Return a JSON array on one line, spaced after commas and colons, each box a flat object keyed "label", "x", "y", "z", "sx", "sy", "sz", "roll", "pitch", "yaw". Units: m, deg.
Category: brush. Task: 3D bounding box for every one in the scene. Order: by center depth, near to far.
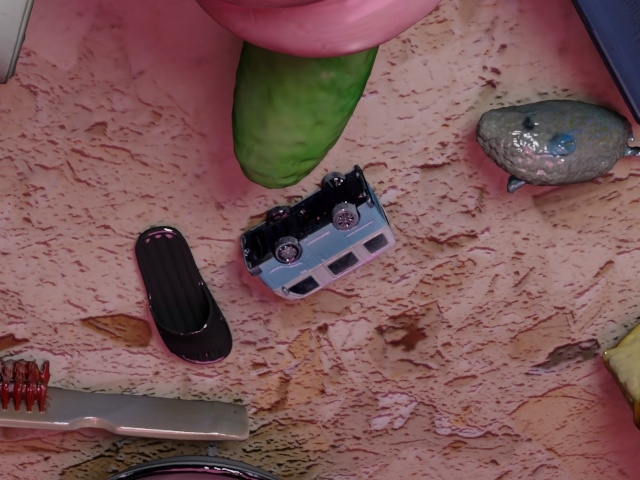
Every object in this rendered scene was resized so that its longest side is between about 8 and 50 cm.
[{"label": "brush", "x": -0.223, "y": 0.143, "z": 1.112, "sx": 0.320, "sy": 0.060, "sz": 0.050, "roll": 7, "pitch": 113, "yaw": -12}]

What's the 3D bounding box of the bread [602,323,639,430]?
[{"label": "bread", "x": 0.483, "y": 0.165, "z": 1.165, "sx": 0.323, "sy": 0.143, "sz": 0.333, "roll": -30, "pitch": 122, "yaw": 12}]

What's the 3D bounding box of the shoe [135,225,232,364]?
[{"label": "shoe", "x": -0.123, "y": 0.061, "z": 1.072, "sx": 0.062, "sy": 0.053, "sz": 0.159, "roll": -17, "pitch": 122, "yaw": 1}]

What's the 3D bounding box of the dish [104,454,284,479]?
[{"label": "dish", "x": -0.121, "y": 0.310, "z": 1.213, "sx": 0.316, "sy": 0.106, "sz": 0.317, "roll": -2, "pitch": 123, "yaw": -3}]

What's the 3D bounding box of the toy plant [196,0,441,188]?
[{"label": "toy plant", "x": -0.010, "y": -0.194, "z": 0.756, "sx": 0.210, "sy": 0.356, "sz": 0.317, "roll": 40, "pitch": 96, "yaw": 12}]

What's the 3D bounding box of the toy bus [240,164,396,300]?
[{"label": "toy bus", "x": 0.000, "y": 0.000, "z": 1.040, "sx": 0.123, "sy": 0.060, "sz": 0.075, "roll": -31, "pitch": 126, "yaw": 11}]

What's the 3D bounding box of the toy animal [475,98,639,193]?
[{"label": "toy animal", "x": 0.249, "y": -0.074, "z": 1.009, "sx": 0.252, "sy": 0.079, "sz": 0.070, "roll": 6, "pitch": 145, "yaw": -10}]

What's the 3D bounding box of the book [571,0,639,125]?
[{"label": "book", "x": 0.268, "y": -0.212, "z": 0.874, "sx": 0.191, "sy": 0.025, "sz": 0.269, "roll": -40, "pitch": 140, "yaw": 6}]

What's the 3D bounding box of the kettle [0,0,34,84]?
[{"label": "kettle", "x": -0.315, "y": -0.227, "z": 0.723, "sx": 0.317, "sy": 0.265, "sz": 0.205, "roll": 18, "pitch": 117, "yaw": -16}]
